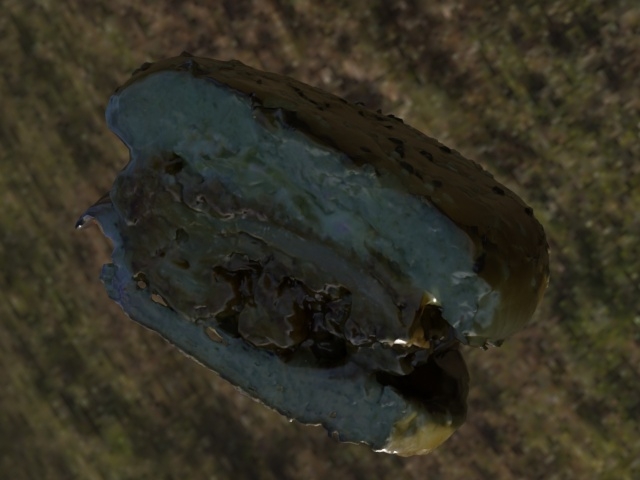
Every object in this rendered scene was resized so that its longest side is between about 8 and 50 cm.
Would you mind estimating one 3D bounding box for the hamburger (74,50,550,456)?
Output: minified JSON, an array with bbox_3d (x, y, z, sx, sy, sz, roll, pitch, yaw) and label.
[{"bbox_3d":[0.000,0.000,1.116,0.318,0.277,0.195,28,104,11],"label":"hamburger"}]
